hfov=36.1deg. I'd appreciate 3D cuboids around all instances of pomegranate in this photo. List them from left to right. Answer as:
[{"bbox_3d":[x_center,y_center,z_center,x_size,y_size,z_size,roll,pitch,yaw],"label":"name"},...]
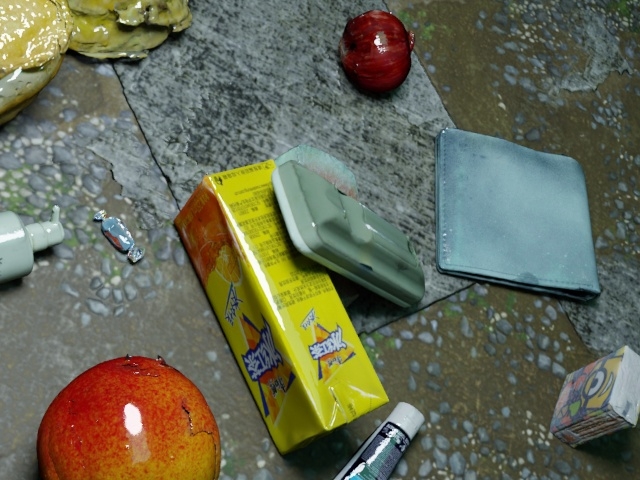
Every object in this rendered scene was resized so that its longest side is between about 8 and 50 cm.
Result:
[{"bbox_3d":[-0.209,0.246,1.099,0.210,0.210,0.235,-14,88,-30],"label":"pomegranate"}]

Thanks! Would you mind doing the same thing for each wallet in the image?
[{"bbox_3d":[0.317,-0.040,1.575,0.290,0.054,0.252,11,62,-20],"label":"wallet"}]

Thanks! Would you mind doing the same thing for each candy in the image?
[{"bbox_3d":[-0.263,-0.008,1.293,0.030,0.020,0.083,-37,85,-34],"label":"candy"}]

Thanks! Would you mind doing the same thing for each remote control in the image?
[{"bbox_3d":[0.051,-0.004,1.309,0.335,0.065,0.128,29,38,-56],"label":"remote control"}]

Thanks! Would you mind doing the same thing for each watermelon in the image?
[{"bbox_3d":[0.000,0.000,1.389,0.154,0.094,0.241,10,65,-49],"label":"watermelon"}]

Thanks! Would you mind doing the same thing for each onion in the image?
[{"bbox_3d":[0.090,-0.300,1.540,0.131,0.131,0.131,11,63,-22],"label":"onion"}]

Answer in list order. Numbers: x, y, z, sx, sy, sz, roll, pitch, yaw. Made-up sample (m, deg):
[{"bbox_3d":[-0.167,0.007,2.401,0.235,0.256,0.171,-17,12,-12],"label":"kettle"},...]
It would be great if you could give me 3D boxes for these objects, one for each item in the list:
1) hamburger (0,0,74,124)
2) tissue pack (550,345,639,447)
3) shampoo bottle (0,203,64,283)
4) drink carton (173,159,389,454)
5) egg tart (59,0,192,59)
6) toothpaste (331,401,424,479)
[{"bbox_3d":[-0.465,-0.276,1.220,0.318,0.158,0.319,4,80,-20],"label":"hamburger"},{"bbox_3d":[0.410,0.232,1.437,0.060,0.148,0.109,34,57,-7],"label":"tissue pack"},{"bbox_3d":[-0.431,0.023,1.159,0.262,0.085,0.085,-18,76,-32],"label":"shampoo bottle"},{"bbox_3d":[-0.057,0.086,1.270,0.111,0.154,0.351,-18,76,-31],"label":"drink carton"},{"bbox_3d":[-0.309,-0.388,1.390,0.297,0.132,0.297,15,58,-25],"label":"egg tart"},{"bbox_3d":[0.067,0.299,1.305,0.071,0.045,0.193,38,62,4],"label":"toothpaste"}]
